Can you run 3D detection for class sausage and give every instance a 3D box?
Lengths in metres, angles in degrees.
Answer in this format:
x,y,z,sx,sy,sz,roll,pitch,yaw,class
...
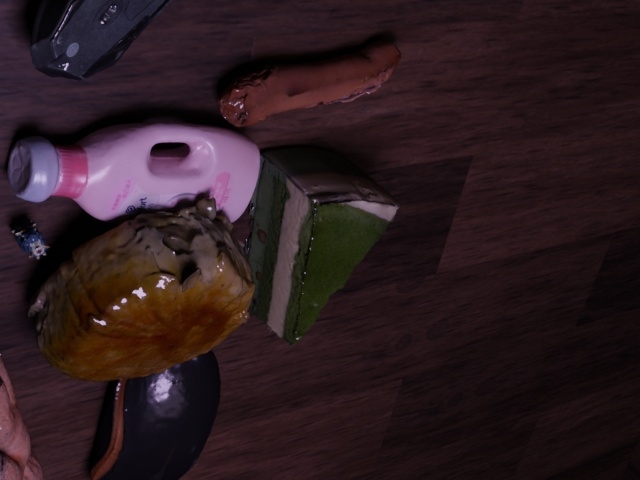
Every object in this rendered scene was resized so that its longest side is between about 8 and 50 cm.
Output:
x,y,z,sx,sy,sz,roll,pitch,yaw,class
-0.012,-0.221,1.564,0.304,0.078,0.078,-19,134,-33,sausage

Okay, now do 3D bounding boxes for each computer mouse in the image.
x,y,z,sx,sy,sz,roll,pitch,yaw,class
-0.255,-0.286,1.302,0.231,0.071,0.126,-50,154,-9,computer mouse
-0.255,0.289,1.752,0.183,0.116,0.323,-2,125,-34,computer mouse

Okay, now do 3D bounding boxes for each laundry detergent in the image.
x,y,z,sx,sy,sz,roll,pitch,yaw,class
-0.239,-0.087,1.467,0.335,0.088,0.159,1,121,-41,laundry detergent

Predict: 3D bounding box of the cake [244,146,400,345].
x,y,z,sx,sy,sz,roll,pitch,yaw,class
-0.003,0.005,1.698,0.172,0.158,0.284,-16,133,-33,cake

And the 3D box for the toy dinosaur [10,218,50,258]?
x,y,z,sx,sy,sz,roll,pitch,yaw,class
-0.372,0.001,1.440,0.030,0.083,0.047,-30,110,-18,toy dinosaur

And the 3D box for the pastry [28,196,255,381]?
x,y,z,sx,sy,sz,roll,pitch,yaw,class
-0.228,0.087,1.532,0.329,0.136,0.330,-20,153,-10,pastry

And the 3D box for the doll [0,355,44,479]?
x,y,z,sx,sy,sz,roll,pitch,yaw,class
-0.468,0.278,1.520,0.156,0.201,0.303,-7,125,-8,doll
